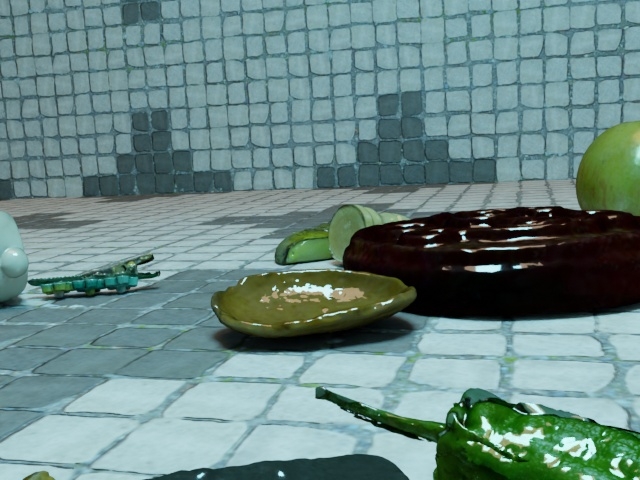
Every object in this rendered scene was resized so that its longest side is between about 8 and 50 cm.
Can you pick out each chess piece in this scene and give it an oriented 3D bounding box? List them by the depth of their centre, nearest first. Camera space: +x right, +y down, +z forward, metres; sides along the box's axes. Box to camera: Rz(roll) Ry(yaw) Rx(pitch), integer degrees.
[{"bbox_3d":[0.115,-0.006,1.162,0.200,0.090,0.090,3,2,-38],"label":"chess piece"}]

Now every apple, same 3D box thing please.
[{"bbox_3d":[0.562,-0.108,1.264,0.260,0.194,0.261,-2,9,0],"label":"apple"}]

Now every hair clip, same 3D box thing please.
[{"bbox_3d":[-0.303,0.053,1.001,0.173,0.049,0.049,-10,9,-9],"label":"hair clip"}]

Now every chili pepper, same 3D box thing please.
[{"bbox_3d":[0.113,0.117,0.298,0.122,0.065,0.279,-3,11,-28],"label":"chili pepper"}]

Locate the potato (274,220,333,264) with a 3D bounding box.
[{"bbox_3d":[0.000,0.000,1.229,0.198,0.054,0.119,-10,13,-39],"label":"potato"}]

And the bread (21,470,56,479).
[{"bbox_3d":[-0.136,0.157,0.282,0.109,0.080,0.084,-36,2,8],"label":"bread"}]

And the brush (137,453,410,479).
[{"bbox_3d":[0.008,0.132,0.225,0.123,0.059,0.197,-1,12,-25],"label":"brush"}]

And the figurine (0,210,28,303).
[{"bbox_3d":[-0.504,0.033,0.938,0.235,0.127,0.155,-11,29,-31],"label":"figurine"}]

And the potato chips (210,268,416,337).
[{"bbox_3d":[-0.008,0.068,0.754,0.201,0.049,0.150,-3,11,-13],"label":"potato chips"}]

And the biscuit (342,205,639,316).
[{"bbox_3d":[0.229,0.010,0.939,0.407,0.091,0.407,-4,9,1],"label":"biscuit"}]
